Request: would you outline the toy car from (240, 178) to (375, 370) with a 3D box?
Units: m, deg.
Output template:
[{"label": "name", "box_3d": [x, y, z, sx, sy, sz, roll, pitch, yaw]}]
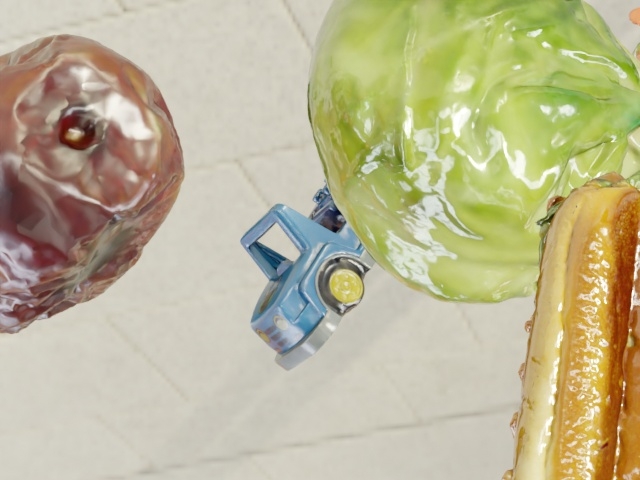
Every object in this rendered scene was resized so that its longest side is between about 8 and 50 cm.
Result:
[{"label": "toy car", "box_3d": [0.000, 0.000, 1.277, 0.100, 0.191, 0.097, 35, 152, -8]}]

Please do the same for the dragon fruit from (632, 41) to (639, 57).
[{"label": "dragon fruit", "box_3d": [0.362, -0.126, 1.496, 0.135, 0.236, 0.137, -10, 157, 12]}]

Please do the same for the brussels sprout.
[{"label": "brussels sprout", "box_3d": [0.091, -0.070, 0.906, 0.223, 0.223, 0.161, 20, 140, -36]}]

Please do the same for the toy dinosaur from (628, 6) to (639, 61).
[{"label": "toy dinosaur", "box_3d": [0.249, -0.116, 1.097, 0.101, 0.055, 0.279, 25, 106, -30]}]

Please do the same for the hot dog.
[{"label": "hot dog", "box_3d": [0.106, 0.064, 0.626, 0.072, 0.188, 0.055, 15, 166, -23]}]

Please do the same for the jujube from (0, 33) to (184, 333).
[{"label": "jujube", "box_3d": [-0.291, -0.049, 1.599, 0.276, 0.276, 0.377, 13, 162, -28]}]
